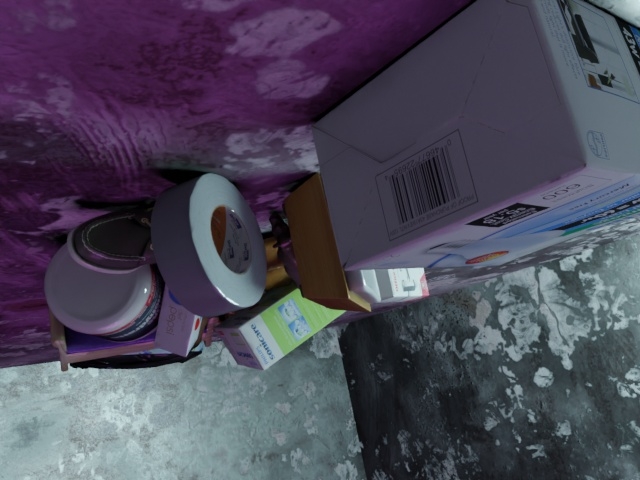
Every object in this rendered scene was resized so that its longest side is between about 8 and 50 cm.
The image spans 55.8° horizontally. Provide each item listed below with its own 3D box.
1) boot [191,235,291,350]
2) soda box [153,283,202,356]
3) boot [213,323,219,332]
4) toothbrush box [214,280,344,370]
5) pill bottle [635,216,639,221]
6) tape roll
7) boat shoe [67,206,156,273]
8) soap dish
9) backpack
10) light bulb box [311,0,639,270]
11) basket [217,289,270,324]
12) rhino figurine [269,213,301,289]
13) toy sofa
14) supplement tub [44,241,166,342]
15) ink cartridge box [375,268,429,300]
[{"bbox_3d":[-0.192,0.113,1.378,0.280,0.264,0.096,-13,-148,-39],"label":"boot"},{"bbox_3d":[-0.272,0.121,1.207,0.074,0.216,0.069,18,-156,2],"label":"soda box"},{"bbox_3d":[-0.240,0.230,1.949,0.213,0.077,0.165,4,124,-6],"label":"boot"},{"bbox_3d":[-0.090,0.184,1.482,0.283,0.122,0.206,-34,-172,-24],"label":"toothbrush box"},{"bbox_3d":[0.684,-0.130,1.105,0.408,0.229,0.229,0,163,-39],"label":"pill bottle"},{"bbox_3d":[-0.169,0.008,0.956,0.072,0.219,0.219,-16,166,20],"label":"tape roll"},{"bbox_3d":[-0.278,-0.011,1.043,0.091,0.109,0.305,-23,169,38],"label":"boat shoe"},{"bbox_3d":[0.027,0.022,1.160,0.118,0.228,0.291,-15,166,9],"label":"soap dish"},{"bbox_3d":[-0.508,0.263,1.740,0.356,0.273,0.290,11,163,-1],"label":"backpack"},{"bbox_3d":[0.247,-0.113,0.802,0.361,0.225,0.358,1,162,-39],"label":"light bulb box"},{"bbox_3d":[-0.222,0.202,1.719,0.214,0.223,0.299,-8,167,-17],"label":"basket"},{"bbox_3d":[-0.056,0.023,1.279,0.073,0.106,0.243,-22,141,5],"label":"rhino figurine"},{"bbox_3d":[-0.432,0.168,1.407,0.363,0.150,0.177,-6,136,-23],"label":"toy sofa"},{"bbox_3d":[-0.406,0.101,1.201,0.191,0.191,0.272,-11,167,-4],"label":"supplement tub"},{"bbox_3d":[0.227,0.103,1.832,0.092,0.158,0.218,-20,165,37],"label":"ink cartridge box"}]
